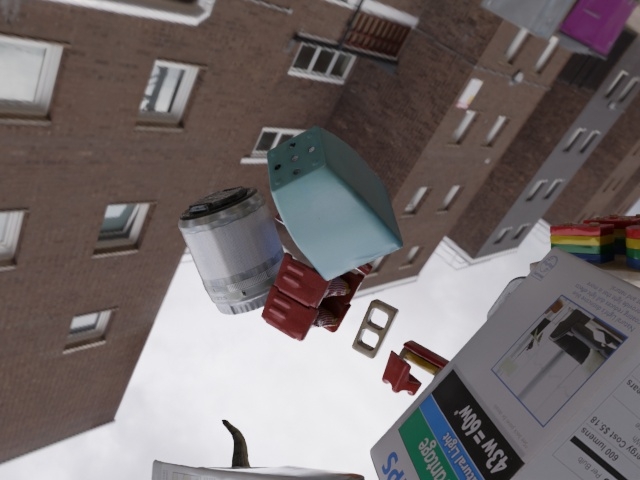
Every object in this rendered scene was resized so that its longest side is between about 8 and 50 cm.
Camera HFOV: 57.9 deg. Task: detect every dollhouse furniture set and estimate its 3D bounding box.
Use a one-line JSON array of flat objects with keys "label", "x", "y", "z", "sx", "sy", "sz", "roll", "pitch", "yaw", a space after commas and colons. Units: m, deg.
[{"label": "dollhouse furniture set", "x": 0.090, "y": 0.171, "z": 1.202, "sx": 0.374, "sy": 0.152, "sz": 0.201, "roll": 27, "pitch": -172, "yaw": 21}]

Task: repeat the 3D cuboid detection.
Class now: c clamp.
[{"label": "c clamp", "x": 0.325, "y": 0.118, "z": 0.859, "sx": 0.137, "sy": 0.160, "sz": 0.022, "roll": 36, "pitch": -132, "yaw": 10}]

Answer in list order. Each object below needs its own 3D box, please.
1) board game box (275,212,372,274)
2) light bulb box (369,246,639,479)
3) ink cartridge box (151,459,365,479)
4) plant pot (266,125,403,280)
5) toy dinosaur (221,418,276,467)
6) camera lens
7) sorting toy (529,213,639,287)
[{"label": "board game box", "x": 0.000, "y": 0.000, "z": 1.360, "sx": 0.145, "sy": 0.027, "sz": 0.281, "roll": 33, "pitch": 178, "yaw": -28}, {"label": "light bulb box", "x": 0.315, "y": 0.270, "z": 0.668, "sx": 0.358, "sy": 0.361, "sz": 0.225, "roll": 40, "pitch": -174, "yaw": -14}, {"label": "ink cartridge box", "x": -0.049, "y": 0.225, "z": 0.381, "sx": 0.045, "sy": 0.179, "sz": 0.145, "roll": 14, "pitch": -109, "yaw": -45}, {"label": "plant pot", "x": 0.013, "y": -0.078, "z": 1.036, "sx": 0.234, "sy": 0.165, "sz": 0.165, "roll": 48, "pitch": -156, "yaw": -45}, {"label": "toy dinosaur", "x": -0.115, "y": 0.423, "z": 0.982, "sx": 0.118, "sy": 0.064, "sz": 0.268, "roll": 14, "pitch": -143, "yaw": -16}, {"label": "camera lens", "x": -0.209, "y": 0.018, "z": 1.438, "sx": 0.219, "sy": 0.219, "sz": 0.274, "roll": -54, "pitch": -51, "yaw": -62}, {"label": "sorting toy", "x": 0.526, "y": 0.008, "z": 0.948, "sx": 0.257, "sy": 0.089, "sz": 0.255, "roll": -8, "pitch": -173, "yaw": -35}]
